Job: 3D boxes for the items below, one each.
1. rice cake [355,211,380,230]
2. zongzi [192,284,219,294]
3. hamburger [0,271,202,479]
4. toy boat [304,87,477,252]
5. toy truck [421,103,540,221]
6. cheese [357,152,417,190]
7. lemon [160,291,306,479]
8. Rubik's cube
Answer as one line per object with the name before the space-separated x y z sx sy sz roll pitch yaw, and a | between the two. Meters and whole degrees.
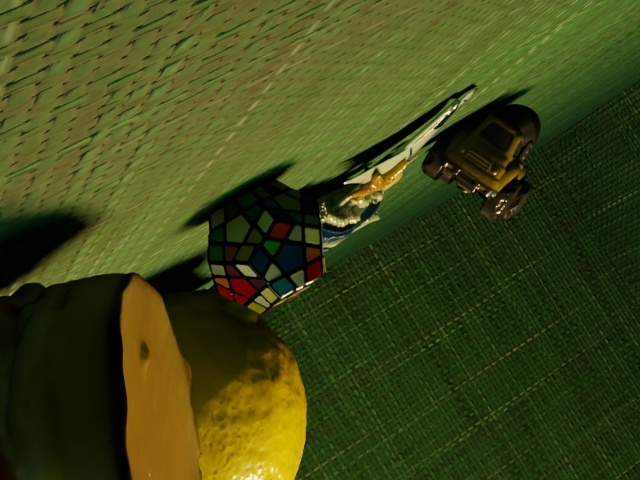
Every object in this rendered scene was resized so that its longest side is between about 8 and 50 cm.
rice cake | 0.000 0.000 2.109 0.211 0.038 0.124 -31 176 14
zongzi | -0.231 0.161 1.739 0.260 0.123 0.289 -32 177 0
hamburger | -0.215 0.158 0.884 0.237 0.276 0.276 -10 177 3
toy boat | 0.077 -0.097 1.481 0.291 0.067 0.220 -45 171 26
toy truck | 0.256 -0.131 1.804 0.165 0.147 0.224 -56 168 10
cheese | 0.087 -0.088 1.649 0.086 0.036 0.162 -30 177 -27
lemon | -0.177 0.222 1.517 0.364 0.364 0.364 -31 176 -2
Rubik's cube | -0.052 0.006 1.207 0.133 0.133 0.112 -30 -160 -20
